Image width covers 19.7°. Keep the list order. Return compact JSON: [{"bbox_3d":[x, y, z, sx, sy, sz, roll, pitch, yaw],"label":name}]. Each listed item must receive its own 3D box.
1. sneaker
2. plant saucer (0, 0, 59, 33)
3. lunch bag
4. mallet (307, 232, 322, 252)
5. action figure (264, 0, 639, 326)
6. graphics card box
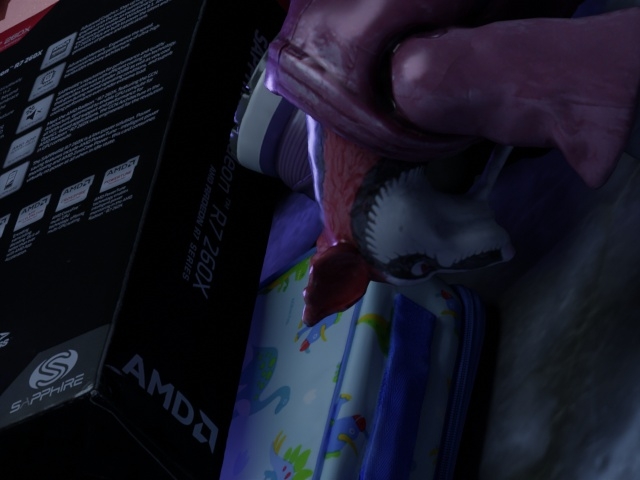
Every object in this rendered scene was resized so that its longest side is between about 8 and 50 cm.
[{"bbox_3d":[0.084,-0.095,0.922,0.283,0.124,0.107,-47,-19,-35],"label":"sneaker"},{"bbox_3d":[-0.141,-0.186,1.388,0.259,0.048,0.258,42,105,23],"label":"plant saucer"},{"bbox_3d":[-0.009,0.112,0.857,0.176,0.090,0.219,-37,30,45],"label":"lunch bag"},{"bbox_3d":[0.000,0.000,1.052,0.189,0.039,0.062,-53,25,26],"label":"mallet"},{"bbox_3d":[0.072,-0.135,0.703,0.248,0.276,0.370,30,91,54],"label":"action figure"},{"bbox_3d":[-0.137,0.002,0.973,0.233,0.094,0.371,-24,35,28],"label":"graphics card box"}]
